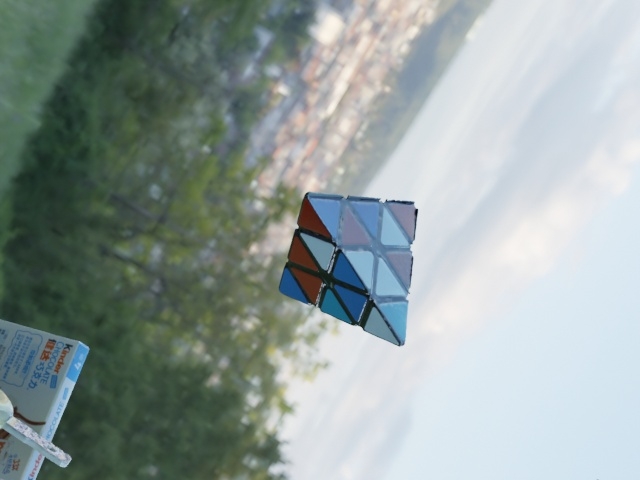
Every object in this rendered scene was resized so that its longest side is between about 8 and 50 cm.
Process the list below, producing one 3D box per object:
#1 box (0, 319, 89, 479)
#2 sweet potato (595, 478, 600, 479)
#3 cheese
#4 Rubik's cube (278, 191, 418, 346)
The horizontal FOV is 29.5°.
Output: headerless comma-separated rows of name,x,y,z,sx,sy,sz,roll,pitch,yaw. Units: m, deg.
box,-0.579,0.281,2.176,0.273,0.264,0.048,-69,155,-17
sweet potato,0.444,0.416,1.626,0.058,0.255,0.078,-35,-151,16
cheese,-0.465,0.246,1.730,0.050,0.255,0.127,-56,-179,3
Rubik's cube,0.000,0.000,1.945,0.234,0.250,0.284,53,40,-45
